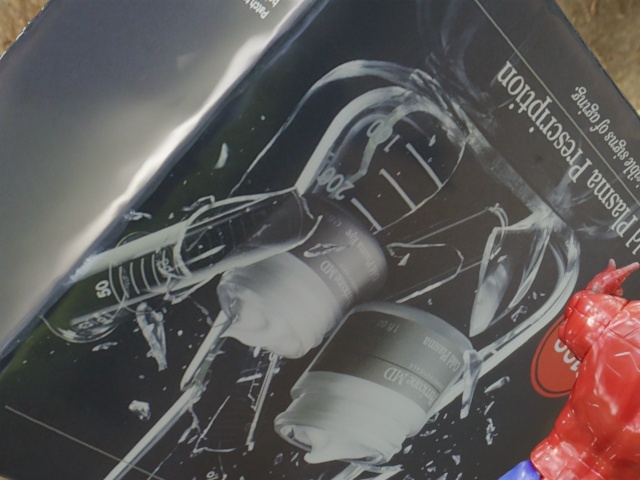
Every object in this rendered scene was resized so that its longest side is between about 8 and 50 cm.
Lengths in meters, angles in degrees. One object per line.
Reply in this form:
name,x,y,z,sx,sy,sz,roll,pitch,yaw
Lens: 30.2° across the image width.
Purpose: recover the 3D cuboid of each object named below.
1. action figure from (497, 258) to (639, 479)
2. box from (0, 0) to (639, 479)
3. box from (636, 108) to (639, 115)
action figure,0.093,0.110,0.483,0.091,0.139,0.280,38,105,14
box,0.000,0.000,0.632,0.312,0.343,0.179,-48,44,5
box,0.332,0.034,0.835,0.279,0.290,0.177,38,62,-15
